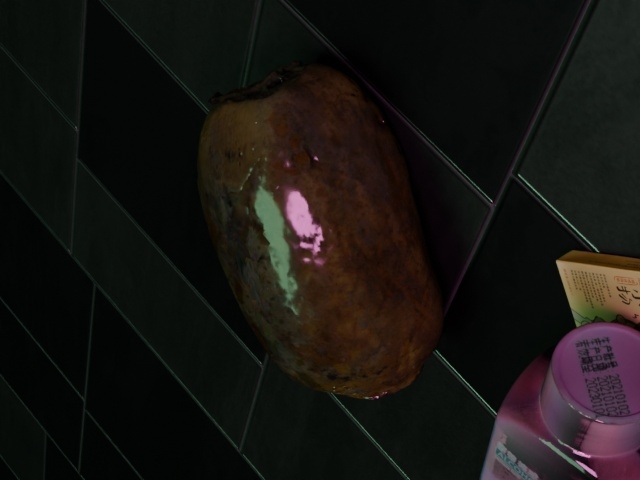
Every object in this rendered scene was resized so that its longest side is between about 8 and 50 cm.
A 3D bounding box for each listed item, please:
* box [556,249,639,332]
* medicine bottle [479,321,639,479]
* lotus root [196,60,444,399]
[{"bbox_3d":[0.225,0.047,0.973,0.149,0.020,0.073,7,123,54],"label":"box"},{"bbox_3d":[0.189,0.140,1.019,0.119,0.094,0.188,35,151,21],"label":"medicine bottle"},{"bbox_3d":[0.000,0.000,1.141,0.160,0.152,0.274,-5,115,49],"label":"lotus root"}]
